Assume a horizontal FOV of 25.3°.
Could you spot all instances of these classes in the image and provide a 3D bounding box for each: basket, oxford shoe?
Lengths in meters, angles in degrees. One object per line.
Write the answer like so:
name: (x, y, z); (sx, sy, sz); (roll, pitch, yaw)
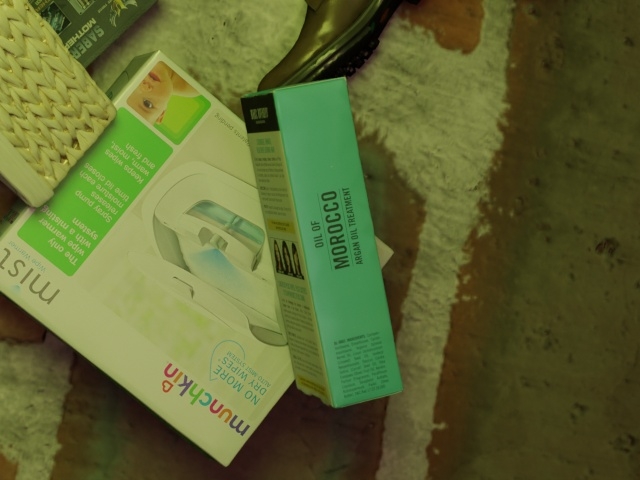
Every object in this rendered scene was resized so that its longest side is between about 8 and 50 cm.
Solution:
basket: (-0.246, -0.125, 1.064); (0.103, 0.113, 0.167); (-46, 134, -9)
oxford shoe: (0.014, -0.204, 1.243); (0.096, 0.083, 0.227); (40, 85, 9)

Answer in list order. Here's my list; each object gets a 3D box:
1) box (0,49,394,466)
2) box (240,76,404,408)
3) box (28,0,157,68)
box: (-0.119, 0.014, 1.190); (0.262, 0.127, 0.231); (41, 81, -15)
box: (0.000, 0.000, 1.106); (0.060, 0.100, 0.244); (-13, 97, -17)
box: (-0.261, -0.192, 1.133); (0.233, 0.059, 0.183); (-45, 132, -7)
